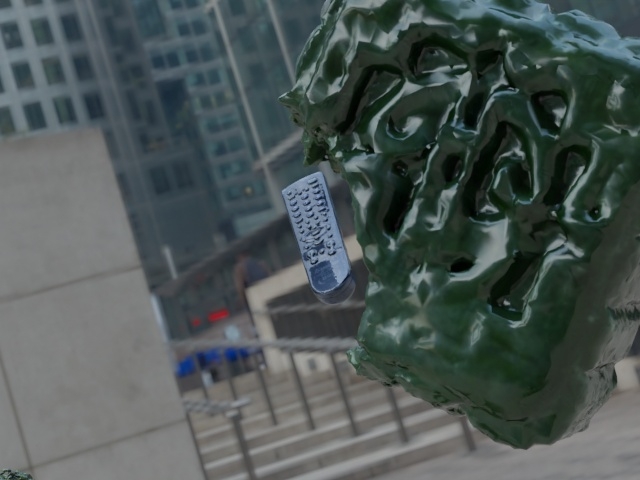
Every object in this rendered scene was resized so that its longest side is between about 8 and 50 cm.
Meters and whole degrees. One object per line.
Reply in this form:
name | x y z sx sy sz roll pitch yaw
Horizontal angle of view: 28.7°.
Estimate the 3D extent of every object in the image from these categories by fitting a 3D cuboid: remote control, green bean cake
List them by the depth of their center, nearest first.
green bean cake | 0.109 -0.034 0.932 0.300 0.308 0.169 25 8 24
remote control | -0.001 -0.001 1.092 0.043 0.152 0.027 -31 -48 13

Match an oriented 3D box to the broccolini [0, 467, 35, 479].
broccolini | -0.313 0.224 1.061 0.194 0.052 0.054 -20 22 38
